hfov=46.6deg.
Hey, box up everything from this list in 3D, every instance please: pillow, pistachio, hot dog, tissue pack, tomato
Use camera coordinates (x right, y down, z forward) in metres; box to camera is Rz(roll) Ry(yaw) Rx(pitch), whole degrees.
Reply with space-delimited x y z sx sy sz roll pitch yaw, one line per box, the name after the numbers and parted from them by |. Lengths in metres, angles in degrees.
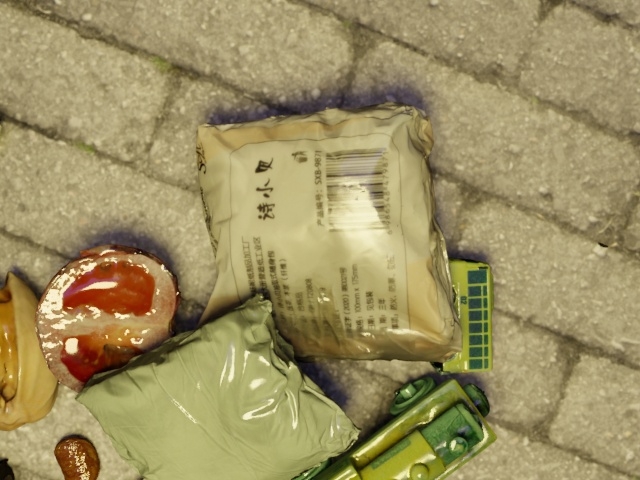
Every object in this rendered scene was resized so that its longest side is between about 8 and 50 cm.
-0.130 0.246 1.018 0.310 0.138 0.283 -29 105 9 | pillow
-0.459 0.158 1.068 0.157 0.157 0.229 -13 84 -3 | pistachio
-0.368 0.336 1.125 0.058 0.035 0.083 -22 91 -3 | hot dog
0.000 0.000 1.056 0.390 0.195 0.375 -2 94 10 | tissue pack
-0.310 0.108 1.077 0.199 0.112 0.228 6 100 -24 | tomato

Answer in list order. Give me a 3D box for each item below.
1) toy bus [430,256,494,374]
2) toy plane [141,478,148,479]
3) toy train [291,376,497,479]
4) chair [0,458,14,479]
0.212 0.110 1.133 0.101 0.088 0.175 -1 93 -4 | toy bus
-0.282 0.395 1.111 0.108 0.092 0.286 35 89 -25 | toy plane
0.095 0.330 1.053 0.369 0.237 0.150 -36 90 -3 | toy train
-0.526 0.333 1.076 0.106 0.113 0.229 -18 92 -4 | chair
